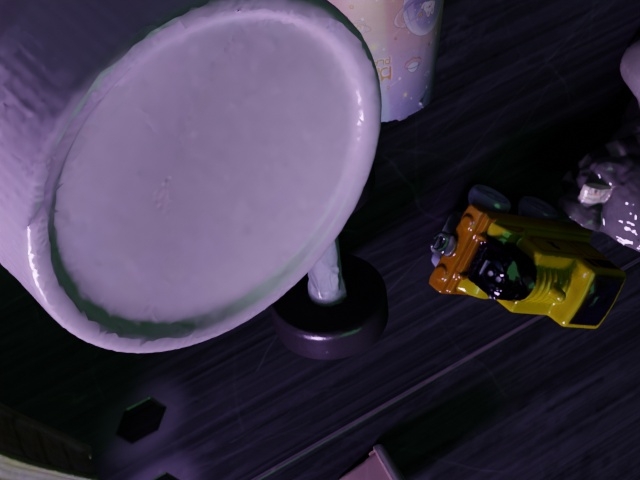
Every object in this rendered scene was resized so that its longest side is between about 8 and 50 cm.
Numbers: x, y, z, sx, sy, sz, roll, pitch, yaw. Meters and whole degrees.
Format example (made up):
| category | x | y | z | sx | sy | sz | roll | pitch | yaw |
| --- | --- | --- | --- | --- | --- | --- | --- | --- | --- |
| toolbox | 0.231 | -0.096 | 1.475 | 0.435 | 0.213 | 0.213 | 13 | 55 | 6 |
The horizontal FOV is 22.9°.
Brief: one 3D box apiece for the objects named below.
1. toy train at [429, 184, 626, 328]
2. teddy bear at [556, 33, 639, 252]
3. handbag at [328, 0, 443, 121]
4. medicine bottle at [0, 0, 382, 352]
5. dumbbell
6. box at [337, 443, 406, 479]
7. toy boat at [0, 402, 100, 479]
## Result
| category | x | y | z | sx | sy | sz | roll | pitch | yaw |
| --- | --- | --- | --- | --- | --- | --- | --- | --- | --- |
| toy train | 0.188 | 0.021 | 1.437 | 0.219 | 0.127 | 0.089 | 8 | 116 | -46 |
| teddy bear | 0.331 | -0.112 | 1.461 | 0.251 | 0.144 | 0.171 | -55 | 161 | 11 |
| handbag | 0.033 | -0.160 | 1.187 | 0.117 | 0.095 | 0.173 | -14 | 122 | -26 |
| medicine bottle | -0.150 | -0.121 | 0.828 | 0.211 | 0.371 | 0.211 | -23 | 134 | -26 |
| dumbbell | 0.000 | 0.000 | 1.275 | 0.100 | 0.100 | 0.191 | -28 | 136 | -21 |
| box | 0.070 | 0.272 | 1.551 | 0.062 | 0.122 | 0.089 | -30 | 139 | -1 |
| toy boat | -0.276 | 0.101 | 1.068 | 0.055 | 0.093 | 0.293 | -47 | 120 | 7 |
